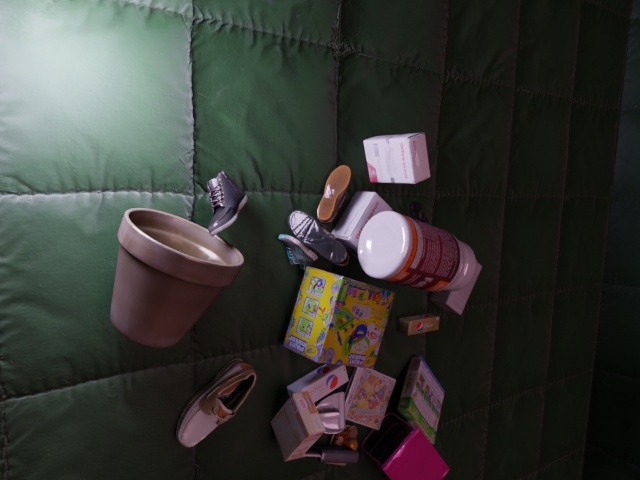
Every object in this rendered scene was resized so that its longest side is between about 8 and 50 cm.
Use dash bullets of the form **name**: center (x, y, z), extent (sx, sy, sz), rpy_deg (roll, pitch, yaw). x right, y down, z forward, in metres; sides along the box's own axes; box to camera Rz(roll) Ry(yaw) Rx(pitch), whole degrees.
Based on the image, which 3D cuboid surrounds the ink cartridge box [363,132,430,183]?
- **ink cartridge box**: center (0.264, -0.286, 1.764), extent (0.092, 0.217, 0.159), rpy_deg (-22, 110, -32)

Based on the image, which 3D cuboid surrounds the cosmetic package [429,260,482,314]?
- **cosmetic package**: center (0.568, 0.176, 2.128), extent (0.127, 0.107, 0.238), rpy_deg (37, 72, -33)

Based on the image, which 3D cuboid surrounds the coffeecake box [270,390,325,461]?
- **coffeecake box**: center (-0.077, 0.602, 1.648), extent (0.068, 0.142, 0.185), rpy_deg (2, 135, -36)

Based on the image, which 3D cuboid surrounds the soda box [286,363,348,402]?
- **soda box**: center (-0.007, 0.501, 1.780), extent (0.216, 0.069, 0.074), rpy_deg (-24, 110, -32)

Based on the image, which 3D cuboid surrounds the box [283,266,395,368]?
- **box**: center (0.068, 0.264, 1.709), extent (0.290, 0.177, 0.279), rpy_deg (21, 84, -44)

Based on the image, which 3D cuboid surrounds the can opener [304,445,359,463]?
- **can opener**: center (0.011, 0.735, 1.807), extent (0.283, 0.076, 0.095), rpy_deg (15, 79, -28)

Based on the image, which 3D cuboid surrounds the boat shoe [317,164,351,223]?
- **boat shoe**: center (0.046, -0.154, 1.726), extent (0.207, 0.073, 0.073), rpy_deg (-63, 162, -7)

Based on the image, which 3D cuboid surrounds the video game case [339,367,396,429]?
- **video game case**: center (0.182, 0.601, 1.948), extent (0.227, 0.026, 0.206), rpy_deg (31, 74, -35)

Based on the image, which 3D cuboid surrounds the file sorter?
- **file sorter**: center (0.326, 0.854, 1.998), extent (0.202, 0.182, 0.291), rpy_deg (-43, 118, -16)

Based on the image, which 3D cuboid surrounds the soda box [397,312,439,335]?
- **soda box**: center (0.397, 0.337, 2.051), extent (0.181, 0.061, 0.058), rpy_deg (-1, 98, -36)

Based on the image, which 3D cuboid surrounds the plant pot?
- **plant pot**: center (-0.401, 0.108, 1.321), extent (0.323, 0.323, 0.280), rpy_deg (20, 103, -36)

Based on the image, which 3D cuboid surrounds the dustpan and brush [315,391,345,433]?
- **dustpan and brush**: center (-0.006, 0.625, 1.801), extent (0.211, 0.060, 0.147), rpy_deg (-3, 94, -14)

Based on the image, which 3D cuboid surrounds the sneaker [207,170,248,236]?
- **sneaker**: center (-0.291, -0.105, 1.438), extent (0.118, 0.083, 0.222), rpy_deg (52, 26, -21)

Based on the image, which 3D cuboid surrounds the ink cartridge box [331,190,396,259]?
- **ink cartridge box**: center (0.194, -0.022, 1.817), extent (0.273, 0.114, 0.197), rpy_deg (40, 74, -35)

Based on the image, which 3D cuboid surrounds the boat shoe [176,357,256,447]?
- **boat shoe**: center (-0.314, 0.496, 1.535), extent (0.302, 0.103, 0.113), rpy_deg (-53, 122, -18)

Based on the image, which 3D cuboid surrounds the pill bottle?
- **pill bottle**: center (0.336, 0.052, 1.724), extent (0.392, 0.224, 0.224), rpy_deg (16, 88, -37)

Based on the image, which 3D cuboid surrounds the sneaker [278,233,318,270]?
- **sneaker**: center (-0.081, 0.042, 1.663), extent (0.166, 0.065, 0.076), rpy_deg (38, 79, -32)

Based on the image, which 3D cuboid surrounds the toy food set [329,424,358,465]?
- **toy food set**: center (0.093, 0.756, 1.908), extent (0.132, 0.038, 0.192), rpy_deg (22, 84, -36)

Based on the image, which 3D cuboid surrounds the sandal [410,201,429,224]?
- **sandal**: center (0.400, -0.067, 2.005), extent (0.067, 0.040, 0.179), rpy_deg (-32, 114, -28)

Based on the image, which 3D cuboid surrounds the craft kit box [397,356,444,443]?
- **craft kit box**: center (0.414, 0.646, 2.058), extent (0.250, 0.060, 0.247), rpy_deg (56, 38, -28)

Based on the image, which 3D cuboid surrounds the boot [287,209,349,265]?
- **boot**: center (0.000, 0.002, 1.692), extent (0.085, 0.236, 0.178), rpy_deg (-51, 166, -1)
